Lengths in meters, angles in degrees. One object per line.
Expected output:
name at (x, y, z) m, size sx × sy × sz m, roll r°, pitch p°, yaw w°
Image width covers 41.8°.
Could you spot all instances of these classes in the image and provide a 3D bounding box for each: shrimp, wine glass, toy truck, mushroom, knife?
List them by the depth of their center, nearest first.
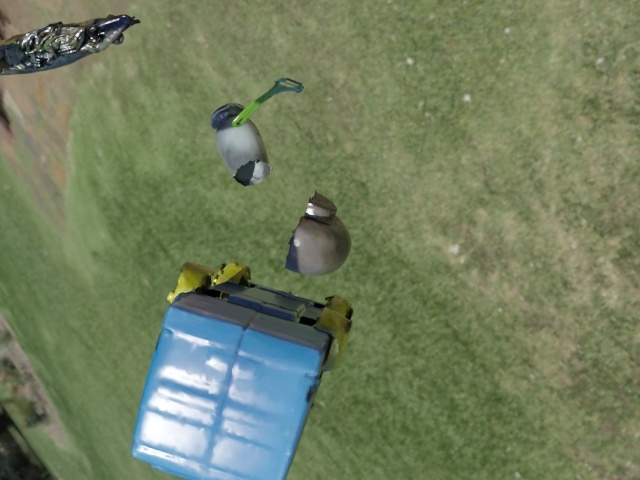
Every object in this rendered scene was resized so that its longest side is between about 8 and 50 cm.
toy truck at (-0.064, 0.117, 0.826) m, size 0.161 × 0.162 × 0.385 m, roll 17°, pitch -179°, yaw 2°
shrimp at (-0.342, -0.204, 0.935) m, size 0.262 × 0.198 × 0.051 m, roll -8°, pitch 110°, yaw 18°
mushroom at (0.000, 0.000, 1.536) m, size 0.117 × 0.141 × 0.188 m, roll 30°, pitch -164°, yaw -5°
knife at (-0.111, -0.274, 1.662) m, size 0.166 × 0.078 × 0.022 m, roll -30°, pitch 63°, yaw 30°
wine glass at (-0.193, -0.233, 2.026) m, size 0.111 × 0.111 × 0.204 m, roll 95°, pitch 157°, yaw -55°
